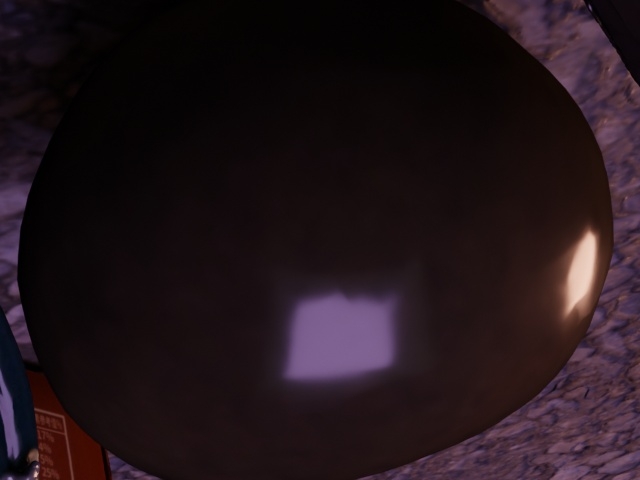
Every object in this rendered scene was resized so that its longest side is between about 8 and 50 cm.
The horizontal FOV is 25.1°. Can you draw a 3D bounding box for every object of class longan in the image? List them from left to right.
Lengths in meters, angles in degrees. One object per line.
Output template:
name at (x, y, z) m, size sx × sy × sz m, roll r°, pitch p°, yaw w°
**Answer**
longan at (0.000, 0.000, 0.600) m, size 0.246 × 0.215 × 0.246 m, roll 9°, pitch 157°, yaw 4°

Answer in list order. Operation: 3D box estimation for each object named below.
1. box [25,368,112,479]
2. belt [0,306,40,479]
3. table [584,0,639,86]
box at (-0.371, 0.161, 0.812) m, size 0.344 × 0.122 × 0.385 m, roll -29°, pitch 148°, yaw 26°
belt at (-0.296, 0.067, 0.479) m, size 0.173 × 0.300 × 0.436 m, roll 14°, pitch 166°, yaw 43°
table at (0.128, -0.156, 0.431) m, size 0.172 × 0.169 × 0.193 m, roll -26°, pitch 151°, yaw 20°
